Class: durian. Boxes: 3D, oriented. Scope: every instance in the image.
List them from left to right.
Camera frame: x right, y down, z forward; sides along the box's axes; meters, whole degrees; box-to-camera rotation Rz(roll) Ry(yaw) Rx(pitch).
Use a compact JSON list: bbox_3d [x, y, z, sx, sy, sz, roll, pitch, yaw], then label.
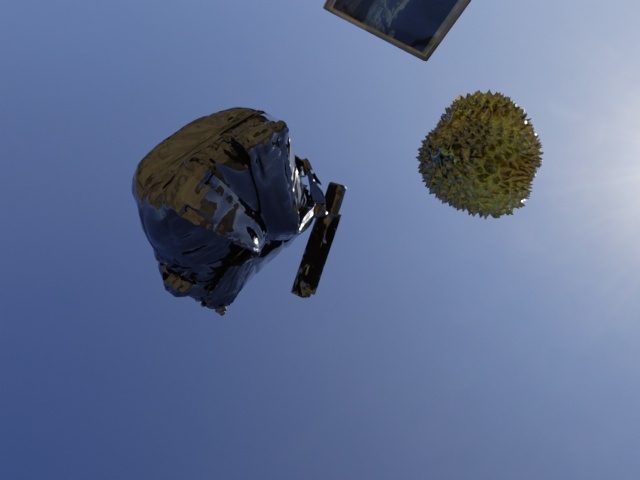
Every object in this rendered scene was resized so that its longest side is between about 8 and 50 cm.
[{"bbox_3d":[0.335,-0.179,1.210,0.224,0.291,0.291,-3,-136,-35],"label":"durian"}]

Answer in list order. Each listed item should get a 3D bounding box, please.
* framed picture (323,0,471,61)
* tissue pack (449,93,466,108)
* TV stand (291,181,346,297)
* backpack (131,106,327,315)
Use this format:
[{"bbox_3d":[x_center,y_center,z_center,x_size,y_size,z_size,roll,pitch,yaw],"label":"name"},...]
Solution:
[{"bbox_3d":[0.156,-0.484,1.106,0.259,0.189,0.023,21,-132,-17],"label":"framed picture"},{"bbox_3d":[0.473,-0.430,1.805,0.108,0.023,0.056,44,-74,41],"label":"tissue pack"},{"bbox_3d":[0.000,0.000,1.179,0.036,0.042,0.249,21,-86,37],"label":"TV stand"},{"bbox_3d":[-0.161,-0.056,0.993,0.363,0.446,0.255,-44,-107,-11],"label":"backpack"}]
